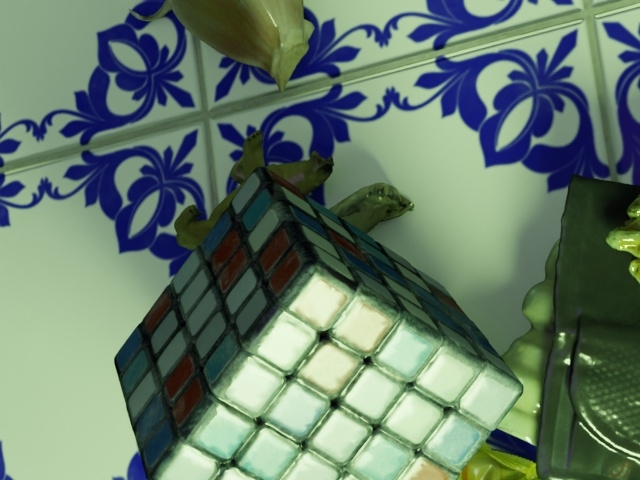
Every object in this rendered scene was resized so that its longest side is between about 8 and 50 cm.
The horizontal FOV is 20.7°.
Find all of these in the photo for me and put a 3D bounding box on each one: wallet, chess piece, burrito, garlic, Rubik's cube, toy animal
[{"bbox_3d":[0.351,0.108,1.796,0.247,0.041,0.323,10,82,-4],"label":"wallet"},{"bbox_3d":[0.254,0.099,1.866,0.133,0.133,0.243,22,87,28],"label":"chess piece"},{"bbox_3d":[0.001,-0.001,2.042,0.229,0.063,0.058,-30,98,19],"label":"burrito"},{"bbox_3d":[-0.126,-0.310,2.142,0.266,0.128,0.148,27,84,38],"label":"garlic"},{"bbox_3d":[-0.012,0.144,1.839,0.292,0.287,0.293,-53,24,11],"label":"Rubik's cube"},{"bbox_3d":[-0.081,-0.045,2.083,0.101,0.103,0.218,43,101,6],"label":"toy animal"}]

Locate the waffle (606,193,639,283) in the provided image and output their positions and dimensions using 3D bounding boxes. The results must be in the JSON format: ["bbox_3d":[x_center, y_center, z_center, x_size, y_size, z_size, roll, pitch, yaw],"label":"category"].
[{"bbox_3d":[0.417,-0.001,1.773,0.208,0.054,0.214,44,77,3],"label":"waffle"}]

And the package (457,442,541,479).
[{"bbox_3d":[0.183,0.329,1.884,0.168,0.090,0.226,23,96,30],"label":"package"}]
